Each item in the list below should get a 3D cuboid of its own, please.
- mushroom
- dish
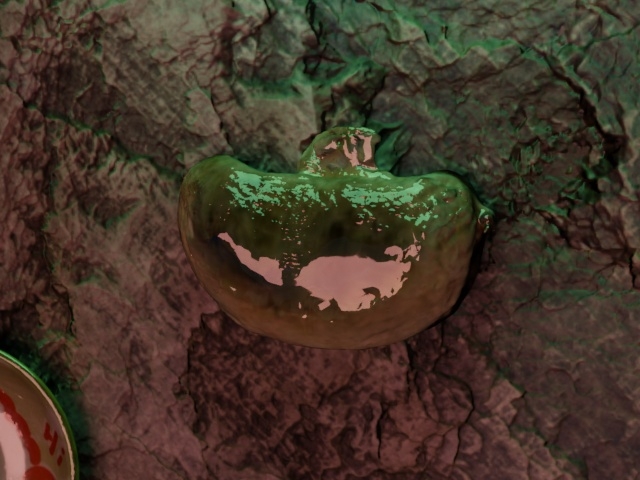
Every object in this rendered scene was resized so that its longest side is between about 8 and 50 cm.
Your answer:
[{"bbox_3d":[-0.002,0.000,1.526,0.344,0.130,0.247,14,110,14],"label":"mushroom"},{"bbox_3d":[-0.446,0.274,1.701,0.324,0.124,0.324,1,83,-11],"label":"dish"}]
